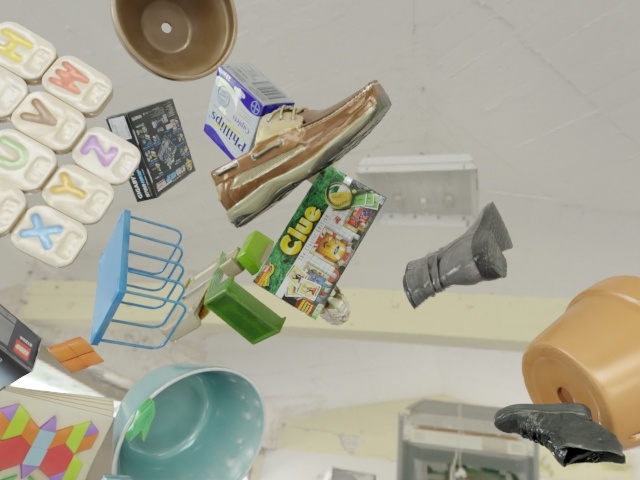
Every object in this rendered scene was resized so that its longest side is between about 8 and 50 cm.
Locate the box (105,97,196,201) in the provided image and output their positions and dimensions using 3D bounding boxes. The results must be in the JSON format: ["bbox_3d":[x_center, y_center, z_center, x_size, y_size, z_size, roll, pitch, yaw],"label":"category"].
[{"bbox_3d":[-0.353,-0.201,1.087,0.051,0.220,0.175,-9,-69,12],"label":"box"}]

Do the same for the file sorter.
[{"bbox_3d":[-0.271,0.062,0.766,0.104,0.170,0.118,18,-56,-32],"label":"file sorter"}]

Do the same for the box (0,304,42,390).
[{"bbox_3d":[-0.280,0.032,0.283,0.114,0.036,0.207,-31,-58,0],"label":"box"}]

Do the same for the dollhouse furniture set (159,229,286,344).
[{"bbox_3d":[-0.210,0.139,1.176,0.151,0.198,0.301,42,-49,-21],"label":"dollhouse furniture set"}]

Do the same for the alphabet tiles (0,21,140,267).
[{"bbox_3d":[-0.360,-0.104,0.550,0.277,0.284,0.021,30,-22,-12],"label":"alphabet tiles"}]

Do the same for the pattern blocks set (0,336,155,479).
[{"bbox_3d":[-0.368,0.265,0.650,0.026,0.286,0.324,10,-5,43],"label":"pattern blocks set"}]

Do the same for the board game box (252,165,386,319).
[{"bbox_3d":[0.000,0.000,0.931,0.136,0.260,0.030,29,-7,8],"label":"board game box"}]

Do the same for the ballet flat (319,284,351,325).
[{"bbox_3d":[0.016,0.134,1.239,0.077,0.091,0.241,19,-30,53],"label":"ballet flat"}]

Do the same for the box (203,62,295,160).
[{"bbox_3d":[-0.127,-0.212,0.873,0.072,0.126,0.137,-22,-31,-42],"label":"box"}]

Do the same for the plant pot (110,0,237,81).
[{"bbox_3d":[-0.291,-0.428,0.991,0.237,0.238,0.109,27,-8,-31],"label":"plant pot"}]

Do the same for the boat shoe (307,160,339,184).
[{"bbox_3d":[-0.095,-0.220,1.037,0.302,0.109,0.098,35,-56,11],"label":"boat shoe"}]

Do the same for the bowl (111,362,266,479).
[{"bbox_3d":[-0.280,0.372,1.008,0.311,0.312,0.163,35,-12,-39],"label":"bowl"}]

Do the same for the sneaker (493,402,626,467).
[{"bbox_3d":[0.341,0.287,0.741,0.170,0.089,0.051,-14,-59,24],"label":"sneaker"}]

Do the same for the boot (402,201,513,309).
[{"bbox_3d":[0.307,0.025,1.159,0.222,0.338,0.118,-25,-85,30],"label":"boot"}]

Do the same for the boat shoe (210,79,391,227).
[{"bbox_3d":[-0.049,-0.142,0.766,0.323,0.122,0.120,-33,-86,25],"label":"boat shoe"}]

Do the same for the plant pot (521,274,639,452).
[{"bbox_3d":[0.492,0.228,0.865,0.203,0.291,0.291,-19,-24,-17],"label":"plant pot"}]
